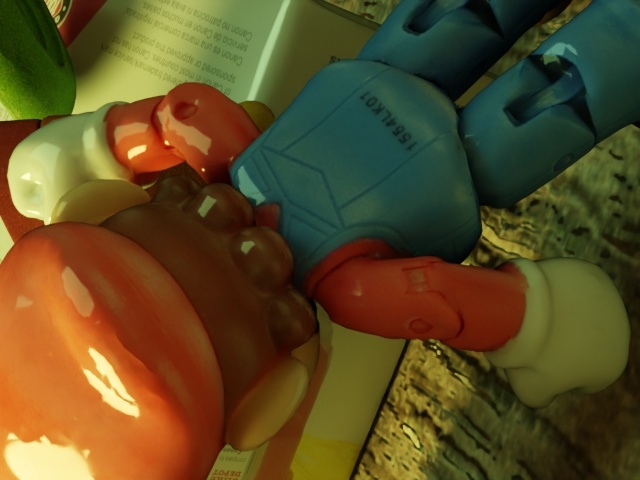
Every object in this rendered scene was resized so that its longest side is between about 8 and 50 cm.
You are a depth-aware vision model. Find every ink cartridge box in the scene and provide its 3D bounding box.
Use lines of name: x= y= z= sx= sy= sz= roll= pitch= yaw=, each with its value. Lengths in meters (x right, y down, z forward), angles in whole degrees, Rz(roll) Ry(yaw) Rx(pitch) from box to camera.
ink cartridge box: x=-0.101 y=0.034 z=1.034 sx=0.279 sy=0.160 sz=0.385 roll=29 pitch=99 yaw=48

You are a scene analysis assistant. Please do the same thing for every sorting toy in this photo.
sorting toy: x=-0.112 y=-0.115 z=0.922 sx=0.126 sy=0.127 sz=0.365 roll=-27 pitch=50 yaw=5

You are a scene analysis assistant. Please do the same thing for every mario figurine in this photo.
mario figurine: x=0.000 y=0.000 z=0.746 sx=0.320 sy=0.170 sz=0.198 roll=-36 pitch=29 yaw=-12
